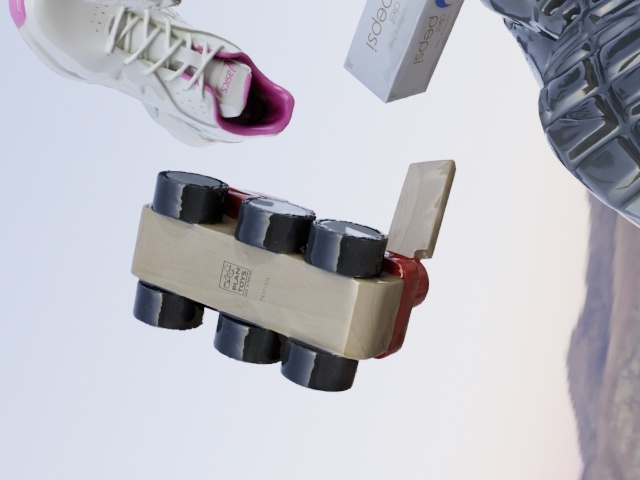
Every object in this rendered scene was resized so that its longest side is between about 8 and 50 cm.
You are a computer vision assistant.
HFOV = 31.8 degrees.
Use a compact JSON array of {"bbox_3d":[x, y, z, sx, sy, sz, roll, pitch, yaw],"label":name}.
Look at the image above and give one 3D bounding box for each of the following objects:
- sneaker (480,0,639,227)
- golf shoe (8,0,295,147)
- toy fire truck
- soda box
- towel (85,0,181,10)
[{"bbox_3d":[0.150,-0.078,0.518,0.106,0.101,0.267,47,-160,-33],"label":"sneaker"},{"bbox_3d":[-0.142,-0.173,1.035,0.306,0.140,0.115,26,-101,-50],"label":"golf shoe"},{"bbox_3d":[0.000,0.000,0.922,0.246,0.217,0.158,-9,-66,-61],"label":"toy fire truck"},{"bbox_3d":[0.100,-0.251,1.158,0.069,0.074,0.216,-21,-35,-39],"label":"soda box"},{"bbox_3d":[-0.205,-0.198,0.575,0.187,0.282,0.049,89,-173,-61],"label":"towel"}]
